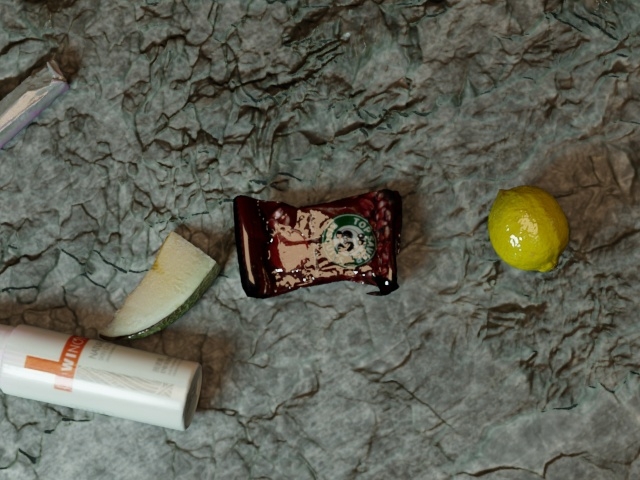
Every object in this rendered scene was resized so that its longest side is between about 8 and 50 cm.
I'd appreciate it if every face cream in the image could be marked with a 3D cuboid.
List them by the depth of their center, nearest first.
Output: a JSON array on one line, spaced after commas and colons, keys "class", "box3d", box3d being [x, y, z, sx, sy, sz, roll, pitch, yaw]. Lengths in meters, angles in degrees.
[{"class": "face cream", "box3d": [-0.340, 0.179, 1.847, 0.345, 0.102, 0.102, 11, 82, 5]}]

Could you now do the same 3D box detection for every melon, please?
[{"class": "melon", "box3d": [-0.223, 0.080, 1.871, 0.098, 0.054, 0.182, 30, 76, 18]}]

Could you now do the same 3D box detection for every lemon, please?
[{"class": "lemon", "box3d": [0.282, -0.015, 1.821, 0.109, 0.109, 0.133, -30, 83, 0]}]

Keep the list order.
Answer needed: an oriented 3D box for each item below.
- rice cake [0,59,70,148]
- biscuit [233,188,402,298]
[{"class": "rice cake", "box3d": [-0.469, -0.157, 1.940, 0.270, 0.049, 0.055, -43, 58, -3]}, {"class": "biscuit", "box3d": [-0.001, 0.006, 1.864, 0.235, 0.063, 0.151, -3, 81, 2]}]
